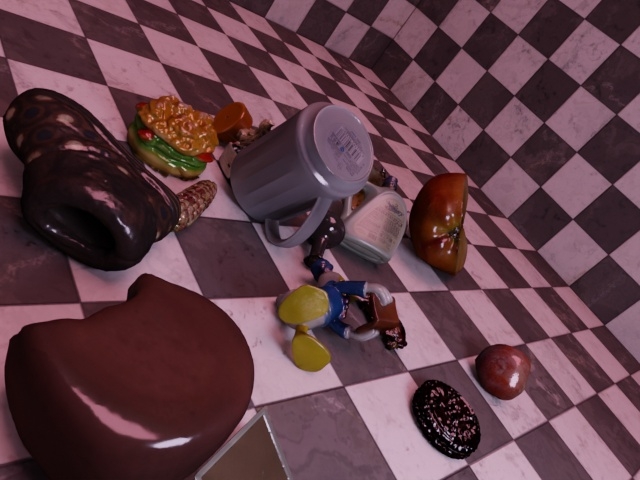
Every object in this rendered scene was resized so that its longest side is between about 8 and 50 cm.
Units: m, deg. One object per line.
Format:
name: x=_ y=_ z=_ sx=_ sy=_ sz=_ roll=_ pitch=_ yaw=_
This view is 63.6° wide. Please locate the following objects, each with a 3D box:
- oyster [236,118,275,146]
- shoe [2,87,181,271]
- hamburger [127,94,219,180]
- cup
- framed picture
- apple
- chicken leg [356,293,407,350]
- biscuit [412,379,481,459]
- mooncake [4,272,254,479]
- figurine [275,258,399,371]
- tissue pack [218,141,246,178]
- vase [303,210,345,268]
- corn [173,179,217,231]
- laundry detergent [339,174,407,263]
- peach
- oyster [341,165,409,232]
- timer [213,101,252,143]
oyster: x=-0.167 y=-0.298 z=1.539 sx=0.163 sy=0.191 sz=0.081 roll=9 pitch=65 yaw=-27
shoe: x=-0.458 y=-0.109 z=0.952 sx=0.384 sy=0.171 sz=0.237 roll=44 pitch=24 yaw=-9
hamburger: x=-0.371 y=-0.278 z=1.322 sx=0.237 sy=0.149 sz=0.237 roll=29 pitch=31 yaw=-20
cup: x=-0.048 y=-0.151 z=1.305 sx=0.237 sy=0.327 sz=0.322 roll=13 pitch=70 yaw=-39
framed picture: x=-0.112 y=0.363 z=0.787 sx=0.183 sy=0.011 sz=0.141 roll=-30 pitch=102 yaw=-60
apple: x=0.444 y=-0.055 z=1.784 sx=0.328 sy=0.295 sz=0.365 roll=52 pitch=23 yaw=3
chicken leg: x=0.134 y=0.185 z=1.359 sx=0.253 sy=0.051 sz=0.106 roll=43 pitch=34 yaw=13
biscuit: x=0.297 y=0.416 z=1.211 sx=0.195 sy=0.053 sz=0.194 roll=29 pitch=30 yaw=-19
mooncake: x=-0.265 y=0.201 z=0.733 sx=0.334 sy=0.174 sz=0.325 roll=26 pitch=29 yaw=-19
figurine: x=0.041 y=0.127 z=1.194 sx=0.284 sy=0.204 sz=0.338 roll=6 pitch=22 yaw=-7
tissue pack: x=-0.194 y=-0.212 z=1.493 sx=0.170 sy=0.090 sz=0.103 roll=13 pitch=35 yaw=-41
vase: x=0.000 y=0.000 z=1.410 sx=0.120 sy=0.120 sz=0.182 roll=32 pitch=44 yaw=-13
corn: x=-0.306 y=-0.088 z=1.205 sx=0.080 sy=0.079 sz=0.237 roll=36 pitch=26 yaw=-7
laundry detergent: x=0.166 y=-0.088 z=1.589 sx=0.215 sy=0.105 sz=0.280 roll=27 pitch=67 yaw=-14
peach: x=0.508 y=0.369 z=1.464 sx=0.152 sy=0.152 sz=0.152 roll=29 pitch=30 yaw=-19
oyster: x=0.179 y=-0.134 z=1.730 sx=0.337 sy=0.197 sz=0.133 roll=38 pitch=-6 yaw=-17
timer: x=-0.245 y=-0.332 z=1.606 sx=0.152 sy=0.132 sz=0.132 roll=46 pitch=17 yaw=-44
